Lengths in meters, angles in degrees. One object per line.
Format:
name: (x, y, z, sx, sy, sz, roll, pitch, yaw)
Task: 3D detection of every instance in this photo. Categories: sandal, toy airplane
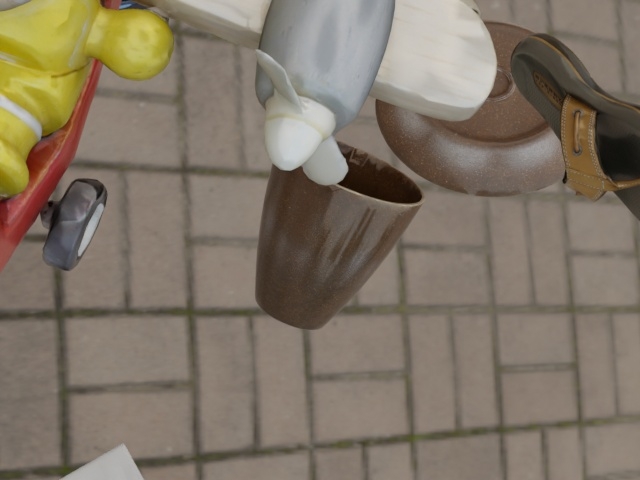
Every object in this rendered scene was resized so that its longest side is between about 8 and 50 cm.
sandal: (0.188, -0.072, 0.916, 0.060, 0.219, 0.090, -24, 140, -13)
toy airplane: (-0.142, -0.170, 0.674, 0.386, 0.272, 0.384, -23, 92, -1)

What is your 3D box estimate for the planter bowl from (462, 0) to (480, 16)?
planter bowl: (0.062, -0.240, 1.271, 0.162, 0.162, 0.109, -15, 81, -39)

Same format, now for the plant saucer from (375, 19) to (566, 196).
plant saucer: (0.147, -0.127, 1.127, 0.199, 0.036, 0.198, 0, 56, 0)

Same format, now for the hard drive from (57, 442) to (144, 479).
hard drive: (-0.274, 0.309, 1.116, 0.307, 0.203, 0.040, -30, 118, -11)

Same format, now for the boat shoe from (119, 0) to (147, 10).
boat shoe: (-0.237, -0.326, 1.636, 0.258, 0.089, 0.109, -35, 97, -18)

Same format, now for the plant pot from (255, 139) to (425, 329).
plant pot: (0.000, 0.000, 1.788, 0.215, 0.215, 0.230, 9, 113, -37)
